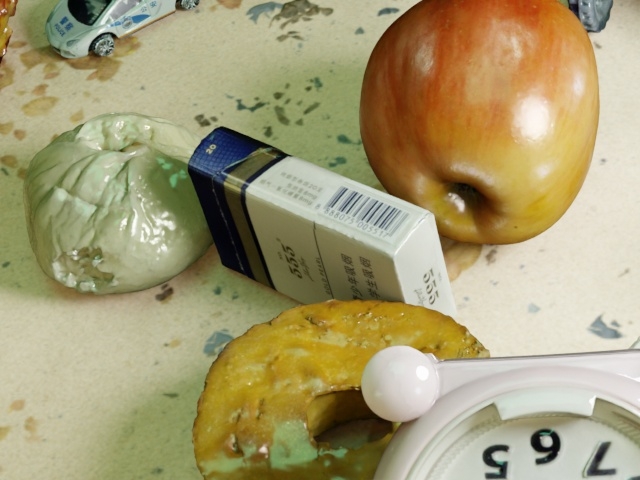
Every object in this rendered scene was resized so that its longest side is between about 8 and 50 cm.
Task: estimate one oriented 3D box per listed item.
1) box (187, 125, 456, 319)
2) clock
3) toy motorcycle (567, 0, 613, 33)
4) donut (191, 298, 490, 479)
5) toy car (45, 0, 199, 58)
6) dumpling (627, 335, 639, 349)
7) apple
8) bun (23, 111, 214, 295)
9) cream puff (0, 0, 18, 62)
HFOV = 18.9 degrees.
[{"bbox_3d":[0.000,0.000,1.855,0.259,0.168,0.071,26,61,31],"label":"box"},{"bbox_3d":[0.183,0.243,1.515,0.342,0.184,0.325,-5,82,12],"label":"clock"},{"bbox_3d":[0.320,-0.387,2.109,0.143,0.188,0.327,7,51,25],"label":"toy motorcycle"},{"bbox_3d":[0.030,0.181,1.722,0.278,0.108,0.277,-7,47,7],"label":"donut"},{"bbox_3d":[-0.229,-0.282,2.248,0.205,0.056,0.095,-30,50,-14],"label":"toy car"},{"bbox_3d":[0.342,0.175,1.636,0.162,0.132,0.250,-28,62,-23],"label":"dumpling"},{"bbox_3d":[0.154,-0.121,1.882,0.242,0.242,0.241,-2,50,13],"label":"apple"},{"bbox_3d":[-0.202,-0.050,1.974,0.220,0.134,0.220,-6,44,6],"label":"bun"},{"bbox_3d":[-0.512,-0.265,2.191,0.351,0.228,0.350,-7,50,8],"label":"cream puff"}]
